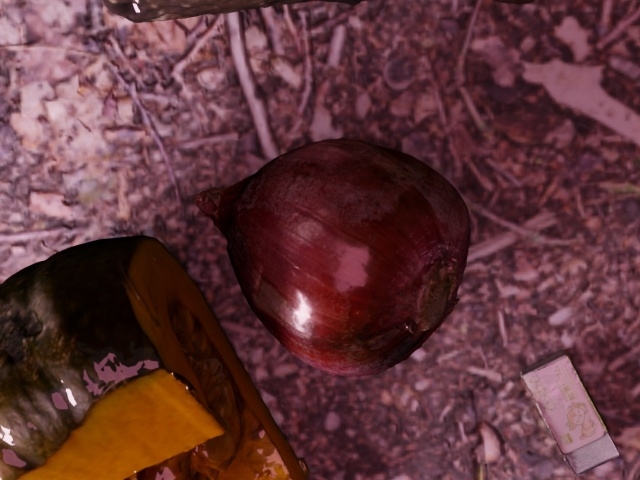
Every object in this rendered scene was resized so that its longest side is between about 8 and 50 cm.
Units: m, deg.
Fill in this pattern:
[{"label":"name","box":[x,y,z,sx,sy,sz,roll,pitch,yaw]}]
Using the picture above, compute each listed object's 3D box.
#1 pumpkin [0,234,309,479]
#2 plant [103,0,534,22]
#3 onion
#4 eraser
[{"label":"pumpkin","box":[-0.115,0.133,0.906,0.139,0.190,0.280,-31,95,9]},{"label":"plant","box":[0.012,-0.226,0.844,0.321,0.181,0.194,-8,98,12]},{"label":"onion","box":[0.000,0.000,0.899,0.195,0.159,0.159,26,101,23]},{"label":"eraser","box":[0.177,0.122,0.960,0.038,0.019,0.083,-27,96,8]}]
